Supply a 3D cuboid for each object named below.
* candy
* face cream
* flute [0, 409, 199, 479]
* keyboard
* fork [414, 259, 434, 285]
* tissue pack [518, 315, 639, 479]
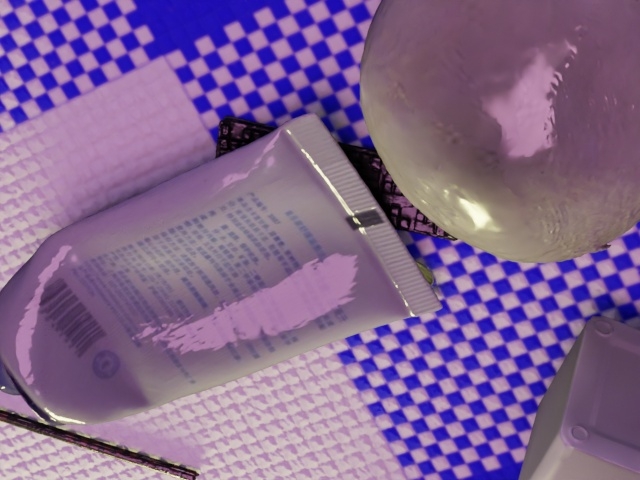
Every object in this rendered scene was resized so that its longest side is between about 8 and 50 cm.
[{"bbox_3d":[0.161,-0.116,1.089,0.295,0.185,0.295,10,121,17],"label":"candy"},{"bbox_3d":[-0.128,0.051,1.286,0.420,0.137,0.235,-22,121,22],"label":"face cream"},{"bbox_3d":[-0.254,0.207,1.469,0.269,0.014,0.014,17,120,7],"label":"flute"},{"bbox_3d":[0.016,-0.052,1.246,0.231,0.023,0.072,12,108,9],"label":"keyboard"},{"bbox_3d":[-0.001,0.003,1.283,0.219,0.028,0.034,21,117,4],"label":"fork"},{"bbox_3d":[0.309,0.195,1.205,0.246,0.159,0.136,22,137,4],"label":"tissue pack"}]
